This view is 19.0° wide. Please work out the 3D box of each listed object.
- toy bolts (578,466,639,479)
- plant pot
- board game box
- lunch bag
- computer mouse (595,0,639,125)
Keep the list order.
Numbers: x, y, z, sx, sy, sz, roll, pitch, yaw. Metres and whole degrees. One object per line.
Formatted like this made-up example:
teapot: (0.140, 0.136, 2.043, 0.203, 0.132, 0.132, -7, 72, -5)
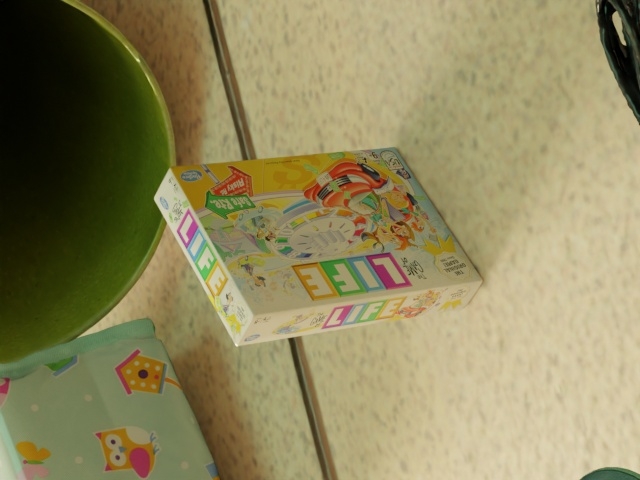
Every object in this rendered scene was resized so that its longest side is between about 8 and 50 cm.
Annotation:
toy bolts: (0.178, 0.156, 0.811, 0.228, 0.158, 0.218, 36, 124, 45)
plant pot: (-0.273, -0.092, 1.331, 0.293, 0.275, 0.274, -131, 46, -59)
board game box: (0.000, 0.000, 1.032, 0.103, 0.154, 0.026, 59, 137, 29)
lunch bag: (-0.163, 0.206, 1.297, 0.223, 0.160, 0.262, 67, 153, 16)
computer mouse: (0.206, -0.078, 0.781, 0.272, 0.072, 0.188, -34, 74, 55)
